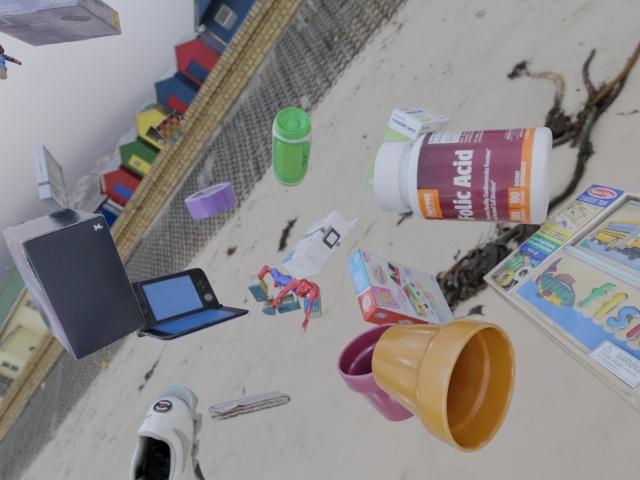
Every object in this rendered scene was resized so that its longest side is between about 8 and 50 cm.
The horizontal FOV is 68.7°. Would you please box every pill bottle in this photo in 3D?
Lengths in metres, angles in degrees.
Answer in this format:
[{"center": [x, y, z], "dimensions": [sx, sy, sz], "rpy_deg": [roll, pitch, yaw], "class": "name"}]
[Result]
[{"center": [0.347, -0.158, 1.156], "dimensions": [0.392, 0.224, 0.224], "rpy_deg": [4, 55, 28], "class": "pill bottle"}]

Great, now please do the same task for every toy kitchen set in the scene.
[{"center": [-0.118, 0.187, 1.584], "dimensions": [0.207, 0.166, 0.122], "rpy_deg": [-15, 42, 8], "class": "toy kitchen set"}]

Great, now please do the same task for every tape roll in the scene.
[{"center": [-0.423, -0.155, 1.820], "dimensions": [0.189, 0.080, 0.189], "rpy_deg": [-18, 20, 7], "class": "tape roll"}]

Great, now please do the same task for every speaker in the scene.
[{"center": [-0.098, -0.307, 1.580], "dimensions": [0.296, 0.131, 0.131], "rpy_deg": [102, -170, -63], "class": "speaker"}]

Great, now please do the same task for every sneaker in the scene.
[{"center": [-0.288, 0.450, 0.860], "dimensions": [0.146, 0.123, 0.330], "rpy_deg": [-50, -42, -73], "class": "sneaker"}]

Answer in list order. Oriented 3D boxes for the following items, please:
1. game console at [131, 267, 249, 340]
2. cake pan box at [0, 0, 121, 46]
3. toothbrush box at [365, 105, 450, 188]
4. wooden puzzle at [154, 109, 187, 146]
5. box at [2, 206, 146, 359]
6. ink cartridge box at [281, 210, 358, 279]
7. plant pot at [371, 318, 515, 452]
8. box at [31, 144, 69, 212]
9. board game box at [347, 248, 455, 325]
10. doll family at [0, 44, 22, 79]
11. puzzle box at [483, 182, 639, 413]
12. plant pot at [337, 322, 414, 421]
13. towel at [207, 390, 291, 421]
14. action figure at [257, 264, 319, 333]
[{"center": [-0.415, 0.184, 1.439], "dimensions": [0.293, 0.250, 0.173], "rpy_deg": [-13, -22, -46], "class": "game console"}, {"center": [-0.680, -0.562, 1.178], "dimensions": [0.246, 0.267, 0.070], "rpy_deg": [-79, -19, -82], "class": "cake pan box"}, {"center": [0.299, -0.306, 1.619], "dimensions": [0.206, 0.122, 0.283], "rpy_deg": [-21, -41, -47], "class": "toothbrush box"}, {"center": [-0.317, -0.235, 0.992], "dimensions": [0.006, 0.049, 0.083], "rpy_deg": [10, 55, 52], "class": "wooden puzzle"}, {"center": [-0.605, 0.089, 1.143], "dimensions": [0.183, 0.296, 0.294], "rpy_deg": [-28, 23, -36], "class": "box"}, {"center": [0.000, 0.000, 1.072], "dimensions": [0.180, 0.060, 0.104], "rpy_deg": [-53, 15, -31], "class": "ink cartridge box"}, {"center": [0.199, 0.227, 0.812], "dimensions": [0.188, 0.205, 0.205], "rpy_deg": [6, 63, 50], "class": "plant pot"}, {"center": [-0.836, -0.181, 1.457], "dimensions": [0.145, 0.038, 0.186], "rpy_deg": [109, 145, -69], "class": "box"}, {"center": [0.248, 0.168, 1.413], "dimensions": [0.064, 0.317, 0.242], "rpy_deg": [-54, 30, 30], "class": "board game box"}, {"center": [-0.683, -0.346, 0.886], "dimensions": [0.076, 0.193, 0.111], "rpy_deg": [-58, 43, 24], "class": "doll family"}, {"center": [0.437, 0.049, 0.687], "dimensions": [0.272, 0.052, 0.409], "rpy_deg": [-42, 14, 6], "class": "puzzle box"}, {"center": [0.169, 0.337, 1.161], "dimensions": [0.201, 0.180, 0.201], "rpy_deg": [-27, 16, 8], "class": "plant pot"}, {"center": [-0.259, 0.589, 1.681], "dimensions": [0.187, 0.282, 0.049], "rpy_deg": [144, 117, -69], "class": "towel"}, {"center": [-0.093, 0.153, 1.263], "dimensions": [0.280, 0.091, 0.139], "rpy_deg": [5, 70, 59], "class": "action figure"}]
